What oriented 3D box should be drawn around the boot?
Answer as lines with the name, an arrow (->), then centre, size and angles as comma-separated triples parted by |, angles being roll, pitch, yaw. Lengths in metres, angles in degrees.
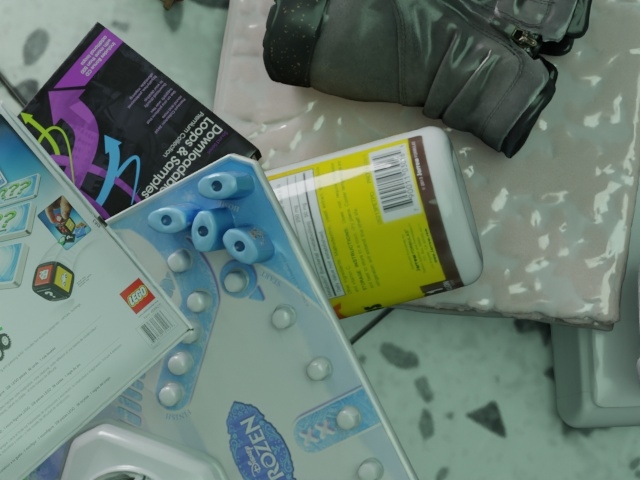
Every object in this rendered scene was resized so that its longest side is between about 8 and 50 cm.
boot -> 0.107, -0.243, 1.366 | 0.223, 0.118, 0.338 | 15, 93, 10

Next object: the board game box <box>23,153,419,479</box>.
board game box -> -0.133, 0.197, 1.279 | 0.390, 0.050, 0.390 | -27, 88, 14

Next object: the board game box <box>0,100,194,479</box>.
board game box -> -0.254, 0.081, 1.151 | 0.305, 0.053, 0.193 | -41, 95, -20

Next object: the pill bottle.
pill bottle -> 0.000, 0.000, 1.323 | 0.215, 0.117, 0.117 | -15, 84, 8

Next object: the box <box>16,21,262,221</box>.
box -> -0.142, -0.071, 1.400 | 0.162, 0.029, 0.116 | 38, 84, 9

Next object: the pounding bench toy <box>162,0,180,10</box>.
pounding bench toy -> -0.119, -0.221, 1.428 | 0.065, 0.083, 0.052 | 33, 75, -5

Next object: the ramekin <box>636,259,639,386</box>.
ramekin -> 0.321, 0.040, 1.315 | 0.207, 0.207, 0.109 | -4, 75, -13

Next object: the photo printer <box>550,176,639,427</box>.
photo printer -> 0.334, 0.017, 1.477 | 0.308, 0.107, 0.256 | 0, 81, -12

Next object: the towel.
towel -> 0.084, -0.101, 1.415 | 0.332, 0.053, 0.316 | 6, 80, 11
